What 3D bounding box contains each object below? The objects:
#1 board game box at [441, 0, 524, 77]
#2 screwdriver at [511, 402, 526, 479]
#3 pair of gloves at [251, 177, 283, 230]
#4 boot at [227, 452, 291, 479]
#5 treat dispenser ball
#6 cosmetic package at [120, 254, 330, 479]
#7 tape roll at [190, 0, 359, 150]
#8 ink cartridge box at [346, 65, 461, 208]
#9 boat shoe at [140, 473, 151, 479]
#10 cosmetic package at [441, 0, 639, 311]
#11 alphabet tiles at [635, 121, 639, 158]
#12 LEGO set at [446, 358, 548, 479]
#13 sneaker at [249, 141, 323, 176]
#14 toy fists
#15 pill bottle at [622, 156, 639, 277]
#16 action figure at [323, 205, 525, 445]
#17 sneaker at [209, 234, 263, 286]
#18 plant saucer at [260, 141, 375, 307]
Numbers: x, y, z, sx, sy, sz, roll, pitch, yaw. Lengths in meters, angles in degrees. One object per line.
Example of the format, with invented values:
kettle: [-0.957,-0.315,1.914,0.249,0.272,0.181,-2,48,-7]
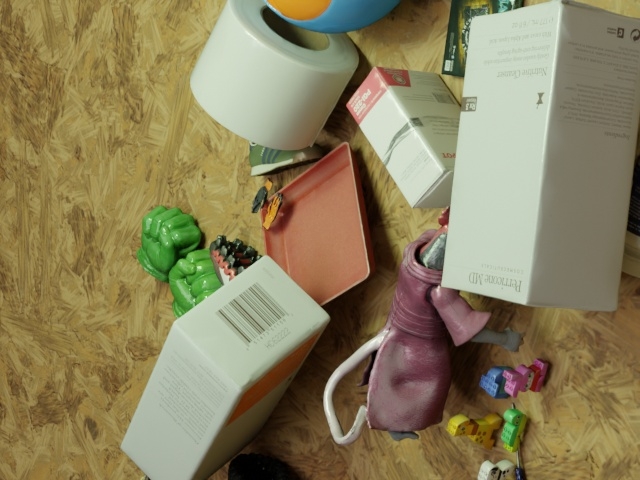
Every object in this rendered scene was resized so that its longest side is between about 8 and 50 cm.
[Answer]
board game box: [0.252,-0.340,1.848,0.126,0.026,0.186,18,105,44]
screwdriver: [0.303,0.335,1.850,0.025,0.024,0.170,137,128,-71]
pair of gloves: [-0.097,-0.067,2.181,0.074,0.010,0.083,-62,39,19]
boot: [-0.075,0.569,2.170,0.348,0.131,0.260,31,114,41]
treat dispenser ball: [0.019,-0.472,1.892,0.288,0.288,0.288,4,95,46]
cosmetic package: [-0.175,0.251,2.080,0.161,0.230,0.453,44,142,12]
tape roll: [-0.078,-0.293,2.037,0.246,0.246,0.169,51,126,31]
ink cartridge box: [0.163,-0.157,1.857,0.092,0.158,0.218,-51,58,33]
boat shoe: [-0.309,0.480,2.430,0.324,0.096,0.117,-46,61,37]
cosmetic package: [0.295,-0.107,1.604,0.217,0.156,0.385,6,89,64]
alphabet tiles: [0.348,-0.127,1.702,0.278,0.021,0.284,-48,44,48]
LEGO set: [0.253,0.273,1.827,0.087,0.093,0.227,33,114,52]
sneaker: [-0.071,-0.170,2.159,0.192,0.064,0.086,-12,87,52]
toy fists: [-0.269,0.048,2.363,0.279,0.096,0.142,52,125,32]
pill bottle: [0.449,-0.038,1.616,0.094,0.094,0.169,35,116,39]
action figure: [0.142,0.100,1.813,0.248,0.275,0.370,-118,29,-48]
sneaker: [-0.137,0.111,2.227,0.276,0.097,0.135,50,123,30]
plant saucer: [0.000,0.000,2.082,0.259,0.047,0.259,-35,54,42]
